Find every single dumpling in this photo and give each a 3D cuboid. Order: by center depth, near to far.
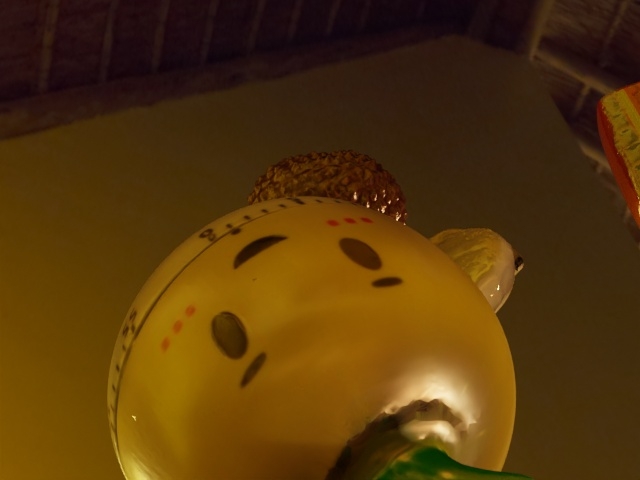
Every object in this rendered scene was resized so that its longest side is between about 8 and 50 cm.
[{"bbox_3d":[0.173,0.045,1.196,0.150,0.176,0.092,11,-33,42],"label":"dumpling"}]

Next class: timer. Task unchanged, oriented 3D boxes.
[{"bbox_3d":[0.019,0.119,0.594,0.285,0.285,0.285,-2,-56,-3],"label":"timer"}]

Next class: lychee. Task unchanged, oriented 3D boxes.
[{"bbox_3d":[0.000,0.000,1.421,0.271,0.271,0.272,-2,-56,-3],"label":"lychee"}]

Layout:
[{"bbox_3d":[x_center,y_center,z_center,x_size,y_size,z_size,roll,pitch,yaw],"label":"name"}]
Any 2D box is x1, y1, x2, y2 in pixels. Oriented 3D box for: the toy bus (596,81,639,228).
[{"bbox_3d":[0.487,-0.117,1.392,0.119,0.265,0.121,-14,-45,9],"label":"toy bus"}]
